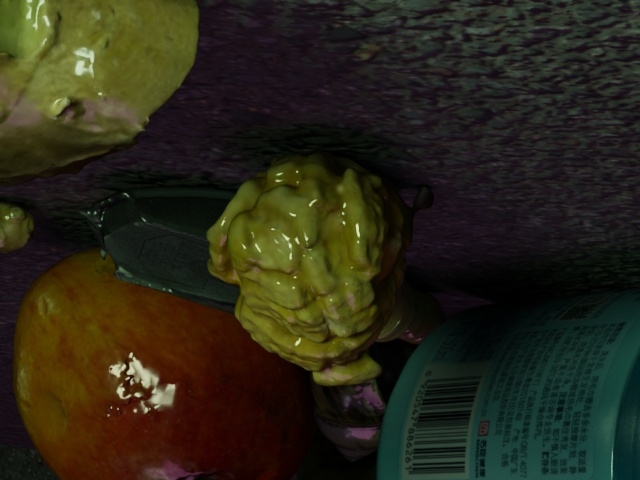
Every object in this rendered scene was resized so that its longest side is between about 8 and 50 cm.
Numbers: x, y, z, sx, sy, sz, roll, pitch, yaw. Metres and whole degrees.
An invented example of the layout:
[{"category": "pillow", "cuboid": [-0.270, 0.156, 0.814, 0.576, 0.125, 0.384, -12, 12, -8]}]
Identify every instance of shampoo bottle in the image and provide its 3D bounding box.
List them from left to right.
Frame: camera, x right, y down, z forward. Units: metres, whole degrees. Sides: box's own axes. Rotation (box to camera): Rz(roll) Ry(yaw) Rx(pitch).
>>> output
[{"category": "shampoo bottle", "cuboid": [0.272, 0.205, 1.747, 0.331, 0.331, 0.343, 17, 164, -41]}]

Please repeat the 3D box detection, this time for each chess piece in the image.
[{"category": "chess piece", "cuboid": [0.072, 0.063, 1.821, 0.066, 0.066, 0.122, -1, 172, 25]}]

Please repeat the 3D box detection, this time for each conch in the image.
[{"category": "conch", "cuboid": [0.030, 0.134, 1.922, 0.124, 0.181, 0.187, -27, -158, 12]}]

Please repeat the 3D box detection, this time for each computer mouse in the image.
[{"category": "computer mouse", "cuboid": [-0.078, 0.000, 1.583, 0.231, 0.071, 0.126, 15, 153, -6]}]

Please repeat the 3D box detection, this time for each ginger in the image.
[{"category": "ginger", "cuboid": [-0.212, -0.115, 1.033, 0.270, 0.123, 0.219, 23, 157, -26]}, {"category": "ginger", "cuboid": [-0.324, -0.003, 1.666, 0.165, 0.067, 0.096, 8, 145, -11]}]

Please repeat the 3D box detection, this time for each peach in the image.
[{"category": "peach", "cuboid": [-0.138, 0.121, 1.701, 0.281, 0.238, 0.281, 42, -173, -6]}]

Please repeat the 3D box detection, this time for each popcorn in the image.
[{"category": "popcorn", "cuboid": [-0.006, 0.018, 1.435, 0.140, 0.163, 0.194, 19, -178, 12]}]

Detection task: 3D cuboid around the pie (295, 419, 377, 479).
[{"category": "pie", "cuboid": [0.096, 0.198, 2.044, 0.306, 0.071, 0.306, -26, -163, 9]}]
